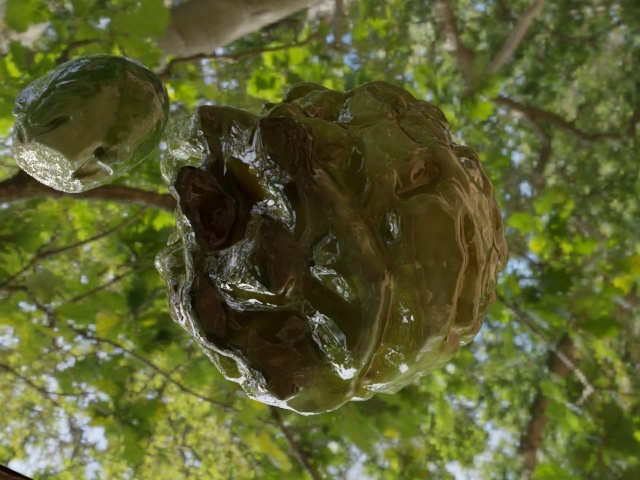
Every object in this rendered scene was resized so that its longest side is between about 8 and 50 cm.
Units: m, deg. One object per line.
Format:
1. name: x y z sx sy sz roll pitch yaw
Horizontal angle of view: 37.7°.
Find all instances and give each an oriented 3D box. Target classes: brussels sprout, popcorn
1. brussels sprout: -0.252 -0.136 1.041 0.180 0.162 0.143 -76 -2 -46
2. popcorn: -0.004 0.002 0.697 0.237 0.293 0.293 -35 -61 -53

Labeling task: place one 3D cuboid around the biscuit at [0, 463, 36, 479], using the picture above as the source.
1. biscuit: -0.154 0.123 0.449 0.147 0.071 0.018 38 -129 -35
